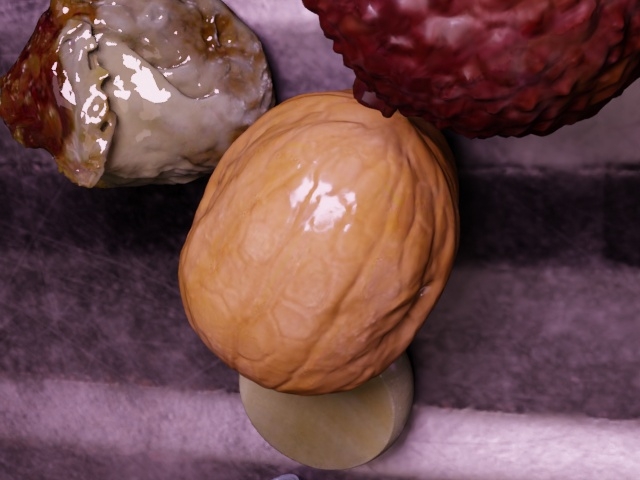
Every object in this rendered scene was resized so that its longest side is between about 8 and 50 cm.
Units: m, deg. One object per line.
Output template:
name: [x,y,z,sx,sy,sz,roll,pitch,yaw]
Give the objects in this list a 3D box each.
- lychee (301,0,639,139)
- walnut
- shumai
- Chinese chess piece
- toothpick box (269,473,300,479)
lychee: [0.093,-0.184,0.702,0.260,0.260,0.260,9,120,16]
walnut: [0.000,0.000,0.865,0.193,0.193,0.225,30,128,3]
shumai: [-0.133,-0.099,0.892,0.184,0.142,0.184,11,121,18]
Chinese chess piece: [0.005,0.115,1.007,0.144,0.058,0.144,8,118,16]
toothpick box: [-0.013,0.293,1.082,0.101,0.101,0.153,-29,104,30]
